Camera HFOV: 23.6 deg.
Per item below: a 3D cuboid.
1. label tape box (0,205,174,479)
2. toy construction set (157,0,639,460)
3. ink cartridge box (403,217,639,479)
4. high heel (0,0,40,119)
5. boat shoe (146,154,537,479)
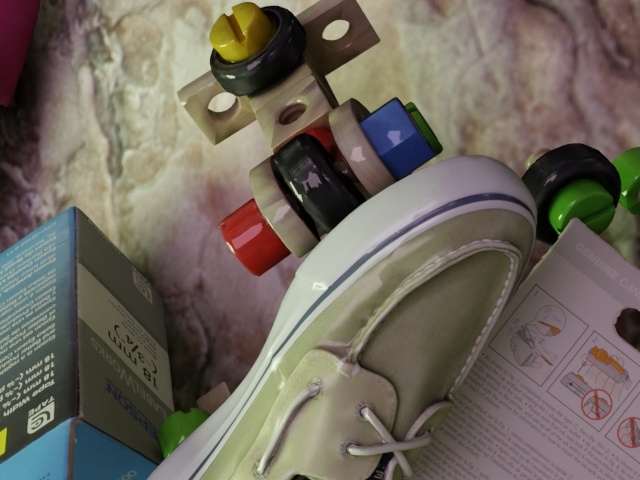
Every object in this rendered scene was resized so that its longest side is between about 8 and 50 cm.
[{"bbox_3d":[-0.213,0.147,0.940,0.241,0.106,0.333,-35,27,9],"label":"label tape box"},{"bbox_3d":[0.000,0.000,0.916,0.309,0.257,0.237,-55,40,21],"label":"toy construction set"},{"bbox_3d":[0.129,0.126,0.839,0.181,0.056,0.224,38,88,-9],"label":"ink cartridge box"},{"bbox_3d":[-0.264,-0.010,1.154,0.181,0.127,0.377,31,97,3],"label":"high heel"},{"bbox_3d":[0.013,0.093,0.768,0.302,0.109,0.094,-52,40,20],"label":"boat shoe"}]
